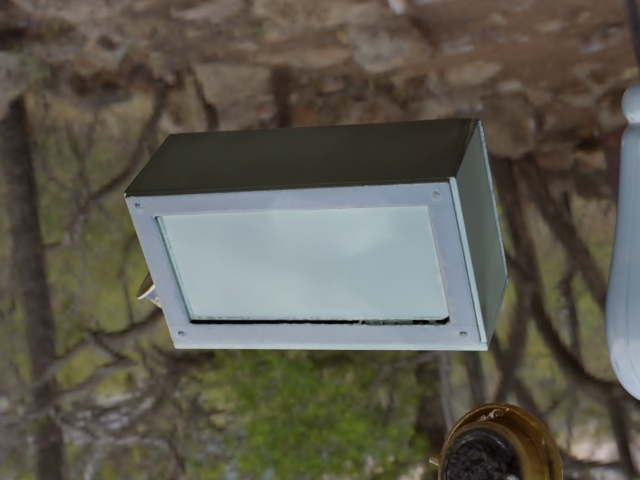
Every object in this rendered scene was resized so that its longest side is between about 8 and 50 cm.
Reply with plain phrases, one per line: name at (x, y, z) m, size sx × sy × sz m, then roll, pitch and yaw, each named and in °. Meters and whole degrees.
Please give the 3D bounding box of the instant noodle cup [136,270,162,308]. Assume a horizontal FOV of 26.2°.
instant noodle cup at (-0.108, 0.037, 1.476) m, size 0.151 × 0.122 × 0.151 m, roll -48°, pitch -171°, yaw 10°

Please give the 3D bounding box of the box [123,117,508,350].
box at (0.000, 0.000, 0.913) m, size 0.225 × 0.130 × 0.086 m, roll -2°, pitch -148°, yaw 21°

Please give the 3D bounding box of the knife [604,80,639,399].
knife at (0.157, -0.094, 0.593) m, size 0.080 × 0.331 × 0.044 m, roll -1°, pitch 180°, yaw -35°

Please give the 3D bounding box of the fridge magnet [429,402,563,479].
fridge magnet at (0.168, 0.228, 1.325) m, size 0.143 × 0.143 × 0.063 m, roll -16°, pitch 163°, yaw 41°
